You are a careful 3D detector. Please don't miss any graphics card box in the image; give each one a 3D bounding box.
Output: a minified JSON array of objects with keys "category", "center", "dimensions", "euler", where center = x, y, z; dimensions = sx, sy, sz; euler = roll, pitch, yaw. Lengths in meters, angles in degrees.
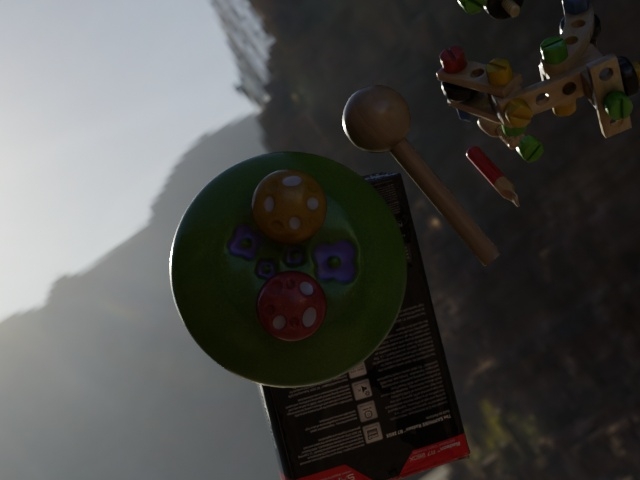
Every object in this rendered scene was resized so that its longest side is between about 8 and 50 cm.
[{"category":"graphics card box","center":[0.026,0.119,1.940],"dimensions":[0.232,0.371,0.094],"euler":[-17,8,-13]}]

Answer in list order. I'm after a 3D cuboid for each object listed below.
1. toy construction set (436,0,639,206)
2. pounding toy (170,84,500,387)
[{"category":"toy construction set","center":[0.311,-0.184,2.189],"dimensions":[0.257,0.237,0.309],"euler":[-7,-52,-24]},{"category":"pounding toy","center":[0.000,0.000,1.166],"dimensions":[0.237,0.183,0.110],"euler":[-34,-5,-6]}]
